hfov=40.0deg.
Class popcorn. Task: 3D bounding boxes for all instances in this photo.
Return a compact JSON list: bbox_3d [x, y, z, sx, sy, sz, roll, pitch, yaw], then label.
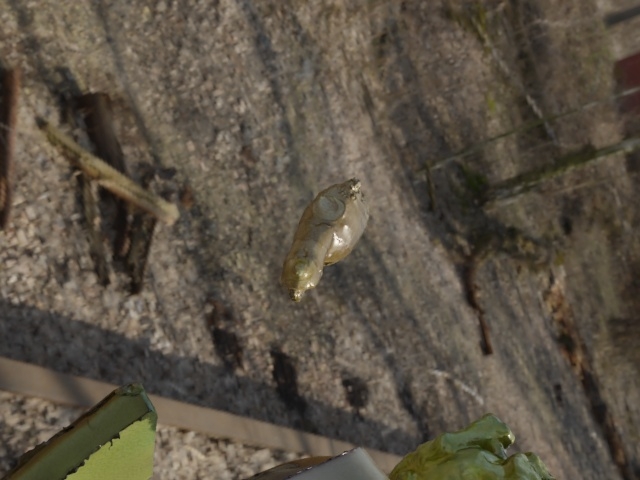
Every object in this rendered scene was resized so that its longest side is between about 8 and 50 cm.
[{"bbox_3d":[0.189,0.341,1.069,0.195,0.256,0.255,44,68,-46],"label":"popcorn"}]

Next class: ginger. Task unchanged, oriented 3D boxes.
[{"bbox_3d":[-0.001,0.004,0.972,0.165,0.067,0.096,-56,169,-32],"label":"ginger"}]

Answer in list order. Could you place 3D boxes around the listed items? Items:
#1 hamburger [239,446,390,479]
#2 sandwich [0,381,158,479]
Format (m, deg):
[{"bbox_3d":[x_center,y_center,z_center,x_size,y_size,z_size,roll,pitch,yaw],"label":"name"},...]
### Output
[{"bbox_3d":[-0.024,0.280,0.866,0.210,0.173,0.116,-11,79,-44],"label":"hamburger"},{"bbox_3d":[-0.268,0.272,1.109,0.063,0.245,0.212,55,7,22],"label":"sandwich"}]
